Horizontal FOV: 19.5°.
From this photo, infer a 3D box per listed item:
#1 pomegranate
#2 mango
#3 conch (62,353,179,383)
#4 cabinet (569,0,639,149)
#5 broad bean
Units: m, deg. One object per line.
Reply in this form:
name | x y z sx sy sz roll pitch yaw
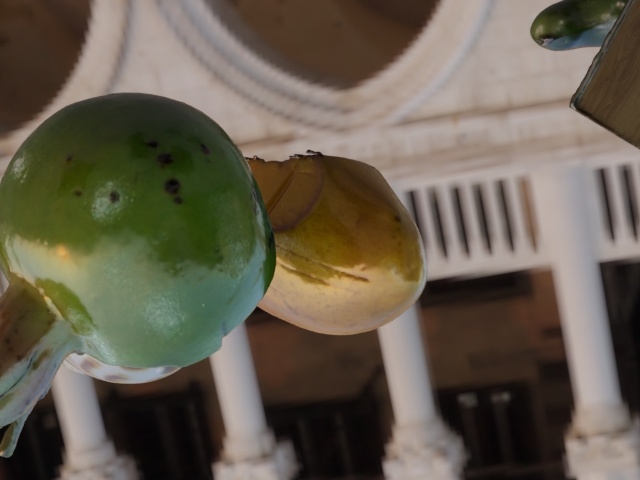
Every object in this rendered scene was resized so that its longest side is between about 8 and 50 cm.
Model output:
pomegranate | -0.176 0.024 1.434 0.302 0.236 0.236 -39 -156 -20
mango | 0.000 0.000 1.597 0.126 0.154 0.252 9 -171 -44
conch | -0.214 0.073 2.159 0.275 0.182 0.149 -24 161 16
cabinet | 0.298 -0.078 1.088 0.175 0.148 0.215 18 -166 -44
broad bean | 0.242 -0.177 1.295 0.144 0.049 0.292 -14 -169 23
